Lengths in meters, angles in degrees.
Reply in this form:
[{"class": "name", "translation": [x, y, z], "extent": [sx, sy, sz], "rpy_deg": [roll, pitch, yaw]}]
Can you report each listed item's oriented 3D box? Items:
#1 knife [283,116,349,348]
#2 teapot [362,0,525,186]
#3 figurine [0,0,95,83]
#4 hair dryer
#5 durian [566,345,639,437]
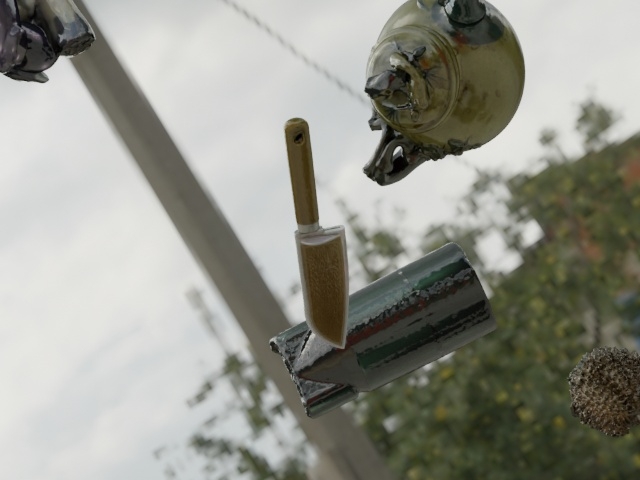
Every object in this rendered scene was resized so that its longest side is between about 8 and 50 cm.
[{"class": "knife", "translation": [0.000, 0.001, 1.582], "extent": [0.046, 0.022, 0.256], "rpy_deg": [-13, -54, -8]}, {"class": "teapot", "translation": [0.111, -0.163, 1.873], "extent": [0.182, 0.173, 0.269], "rpy_deg": [-17, -37, -51]}, {"class": "figurine", "translation": [-0.282, -0.181, 1.350], "extent": [0.145, 0.145, 0.222], "rpy_deg": [-43, -18, 29]}, {"class": "hair dryer", "translation": [0.071, 0.120, 2.133], "extent": [0.244, 0.116, 0.302], "rpy_deg": [-25, -9, -3]}, {"class": "durian", "translation": [0.247, 0.128, 1.477], "extent": [0.080, 0.091, 0.080], "rpy_deg": [-22, -46, -25]}]
